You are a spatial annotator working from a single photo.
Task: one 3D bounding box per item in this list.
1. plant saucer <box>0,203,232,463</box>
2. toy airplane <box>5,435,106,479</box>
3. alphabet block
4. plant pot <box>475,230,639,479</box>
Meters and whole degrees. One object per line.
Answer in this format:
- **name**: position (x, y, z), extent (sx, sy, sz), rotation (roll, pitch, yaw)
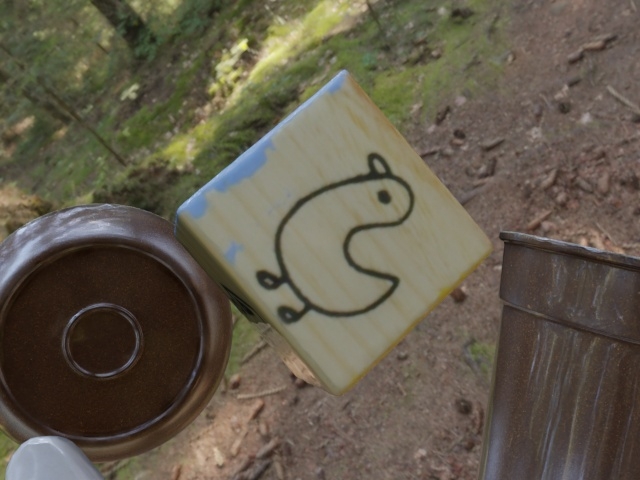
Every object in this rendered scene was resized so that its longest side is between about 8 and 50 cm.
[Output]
- **plant saucer**: position (-0.251, 0.113, 0.823), extent (0.310, 0.310, 0.050), rotation (-51, 16, -8)
- **toy airplane**: position (-0.212, 0.300, 0.389), extent (0.272, 0.385, 0.386), rotation (108, 164, -58)
- **alphabet block**: position (0.000, 0.000, 0.654), extent (0.192, 0.197, 0.193), rotation (-42, 4, -11)
- **plant pot**: position (0.169, 0.091, 0.421), extent (0.167, 0.167, 0.165), rotation (17, 94, 53)
